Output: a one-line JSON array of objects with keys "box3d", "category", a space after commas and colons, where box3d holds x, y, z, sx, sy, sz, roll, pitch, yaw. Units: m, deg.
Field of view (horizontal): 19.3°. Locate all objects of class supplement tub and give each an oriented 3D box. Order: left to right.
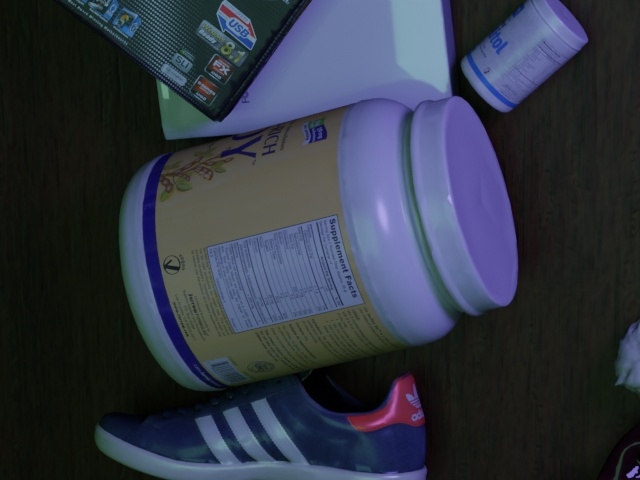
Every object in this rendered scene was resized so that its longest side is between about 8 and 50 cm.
[{"box3d": [0.000, 0.000, 1.808, 0.331, 0.241, 0.241, -14, 96, 20], "category": "supplement tub"}, {"box3d": [0.194, -0.180, 1.800, 0.107, 0.071, 0.071, -42, 86, 20], "category": "supplement tub"}]

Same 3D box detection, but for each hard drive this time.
[{"box3d": [-0.022, -0.213, 1.879, 0.308, 0.040, 0.203, -4, 100, 18], "category": "hard drive"}]

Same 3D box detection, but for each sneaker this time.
[{"box3d": [-0.060, 0.174, 1.932, 0.350, 0.131, 0.148, 4, 95, 11], "category": "sneaker"}]

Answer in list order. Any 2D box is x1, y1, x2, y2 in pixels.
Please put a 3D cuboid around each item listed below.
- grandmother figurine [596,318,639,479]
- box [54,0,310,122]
[{"box3d": [0.362, 0.234, 1.818, 0.208, 0.104, 0.342, -17, 92, 5], "category": "grandmother figurine"}, {"box3d": [-0.140, -0.280, 1.831, 0.270, 0.060, 0.216, 38, 110, -1], "category": "box"}]
